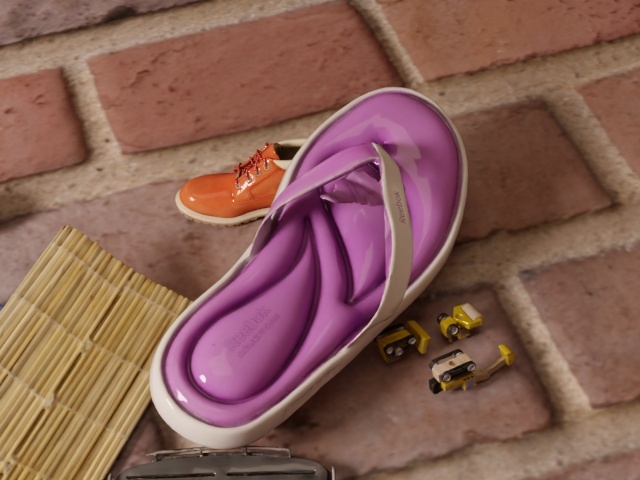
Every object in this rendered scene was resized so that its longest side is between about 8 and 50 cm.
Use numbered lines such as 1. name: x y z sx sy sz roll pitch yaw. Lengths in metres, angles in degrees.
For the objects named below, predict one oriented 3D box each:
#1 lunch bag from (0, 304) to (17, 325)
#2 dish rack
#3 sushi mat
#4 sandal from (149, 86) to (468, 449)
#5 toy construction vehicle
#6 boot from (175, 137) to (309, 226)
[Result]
1. lunch bag: -0.307 0.088 1.254 0.098 0.067 0.065 32 56 27
2. dish rack: -0.080 0.260 1.077 0.208 0.074 0.271 -1 46 1
3. sushi mat: -0.228 0.132 1.201 0.151 0.019 0.316 34 51 -7
4. sandal: 0.014 0.008 1.234 0.169 0.102 0.416 31 59 6
5. toy construction vehicle: 0.108 0.098 1.253 0.098 0.035 0.086 -22 38 -21
6. boot: -0.064 -0.061 1.375 0.158 0.084 0.059 -6 48 -1
